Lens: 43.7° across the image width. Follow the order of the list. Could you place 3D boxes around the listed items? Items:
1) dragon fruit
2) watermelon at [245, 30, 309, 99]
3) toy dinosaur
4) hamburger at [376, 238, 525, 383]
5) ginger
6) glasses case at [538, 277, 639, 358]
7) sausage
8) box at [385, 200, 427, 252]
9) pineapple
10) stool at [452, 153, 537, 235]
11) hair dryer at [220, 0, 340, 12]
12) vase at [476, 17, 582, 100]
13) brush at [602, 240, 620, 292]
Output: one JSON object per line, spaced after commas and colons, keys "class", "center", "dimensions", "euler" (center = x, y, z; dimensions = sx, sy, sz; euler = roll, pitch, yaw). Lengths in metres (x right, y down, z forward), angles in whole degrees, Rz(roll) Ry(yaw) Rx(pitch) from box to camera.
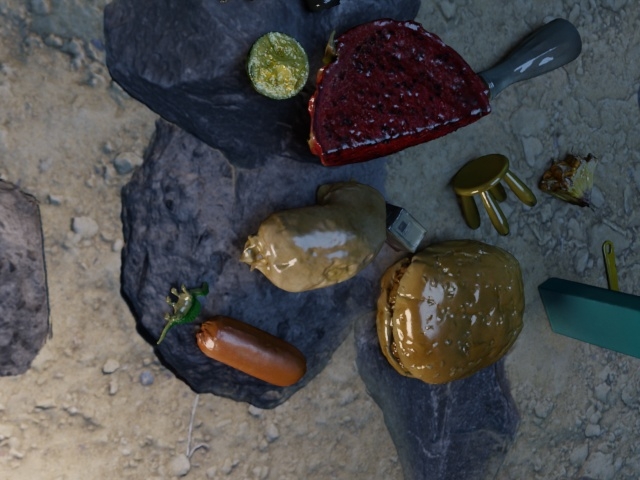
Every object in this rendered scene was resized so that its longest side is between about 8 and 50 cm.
{"class": "dragon fruit", "center": [0.093, -0.244, 1.318], "dimensions": [0.316, 0.152, 0.205], "euler": [-15, 84, -17]}
{"class": "watermelon", "center": [-0.073, -0.272, 1.258], "dimensions": [0.105, 0.062, 0.106], "euler": [0, 90, -24]}
{"class": "toy dinosaur", "center": [-0.218, 0.114, 1.258], "dimensions": [0.060, 0.029, 0.120], "euler": [30, 83, -40]}
{"class": "hamburger", "center": [0.244, 0.126, 1.441], "dimensions": [0.283, 0.144, 0.260], "euler": [-17, 102, -31]}
{"class": "ginger", "center": [0.000, 0.000, 1.297], "dimensions": [0.267, 0.152, 0.138], "euler": [-26, 138, -28]}
{"class": "glasses case", "center": [0.554, 0.147, 1.516], "dimensions": [0.070, 0.301, 0.117], "euler": [-30, 111, -23]}
{"class": "sausage", "center": [-0.111, 0.178, 1.295], "dimensions": [0.197, 0.076, 0.076], "euler": [29, 83, -27]}
{"class": "box", "center": [0.140, -0.021, 1.407], "dimensions": [0.084, 0.063, 0.060], "euler": [42, 76, -27]}
{"class": "pineapple", "center": [0.507, -0.117, 1.586], "dimensions": [0.137, 0.069, 0.116], "euler": [-33, 110, -22]}
{"class": "stool", "center": [0.315, -0.086, 1.465], "dimensions": [0.134, 0.135, 0.111], "euler": [-22, 118, 23]}
{"class": "hair dryer", "center": [-0.068, -0.397, 1.258], "dimensions": [0.197, 0.057, 0.101], "euler": [-19, 106, -16]}
{"class": "vase", "center": [0.380, -0.330, 1.486], "dimensions": [0.214, 0.086, 0.086], "euler": [-32, 110, -16]}
{"class": "brush", "center": [0.630, 0.098, 1.715], "dimensions": [0.083, 0.011, 0.205], "euler": [-18, 105, -24]}
